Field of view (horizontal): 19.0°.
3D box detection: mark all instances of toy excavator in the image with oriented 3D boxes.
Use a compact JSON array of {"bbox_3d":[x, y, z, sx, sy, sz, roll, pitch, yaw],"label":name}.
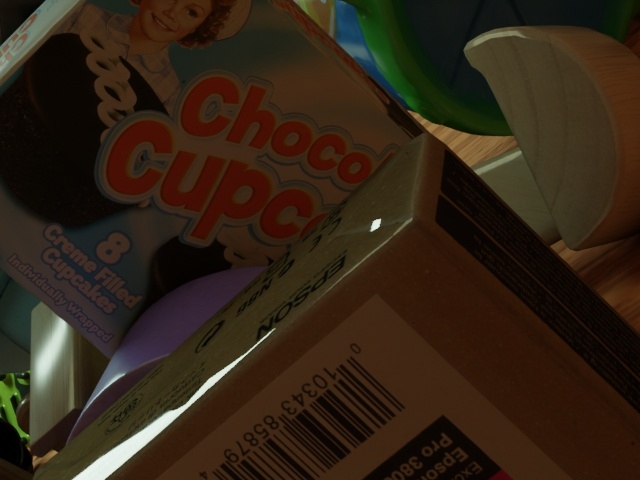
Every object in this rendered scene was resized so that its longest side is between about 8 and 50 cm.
[{"bbox_3d":[-0.054,-0.032,1.178,0.222,0.445,0.433,-12,-41,-58],"label":"toy excavator"}]

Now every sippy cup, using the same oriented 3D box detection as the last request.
[{"bbox_3d":[0.072,-0.192,1.393,0.224,0.305,0.240,6,61,57],"label":"sippy cup"}]

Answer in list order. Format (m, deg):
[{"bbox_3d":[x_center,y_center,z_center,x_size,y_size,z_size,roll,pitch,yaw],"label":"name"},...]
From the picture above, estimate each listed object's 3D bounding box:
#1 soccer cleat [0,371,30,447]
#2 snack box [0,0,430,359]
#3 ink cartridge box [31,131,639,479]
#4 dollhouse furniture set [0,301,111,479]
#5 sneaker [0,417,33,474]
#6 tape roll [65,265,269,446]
[{"bbox_3d":[-0.236,0.128,1.929,0.121,0.093,0.289,-14,-20,-45],"label":"soccer cleat"},{"bbox_3d":[-0.025,0.001,0.948,0.187,0.322,0.060,-43,22,12],"label":"snack box"},{"bbox_3d":[0.022,0.106,0.751,0.234,0.193,0.088,-42,14,22],"label":"ink cartridge box"},{"bbox_3d":[-0.155,0.160,1.108,0.242,0.161,0.212,-41,34,24],"label":"dollhouse furniture set"},{"bbox_3d":[-0.365,0.232,1.943,0.147,0.104,0.296,-45,17,-3],"label":"sneaker"},{"bbox_3d":[-0.022,0.112,0.900,0.189,0.189,0.080,-40,13,25],"label":"tape roll"}]
